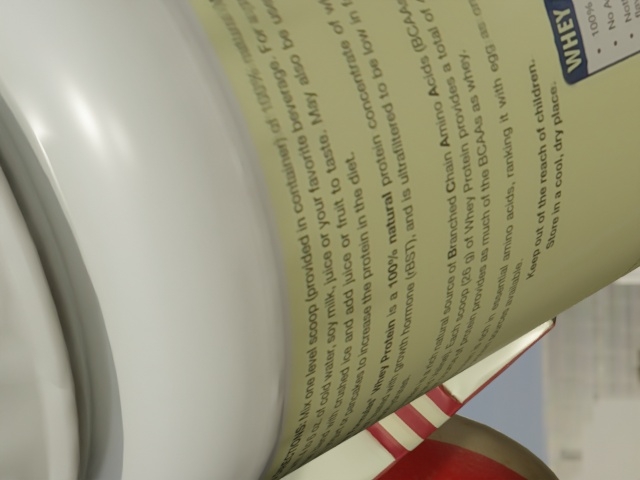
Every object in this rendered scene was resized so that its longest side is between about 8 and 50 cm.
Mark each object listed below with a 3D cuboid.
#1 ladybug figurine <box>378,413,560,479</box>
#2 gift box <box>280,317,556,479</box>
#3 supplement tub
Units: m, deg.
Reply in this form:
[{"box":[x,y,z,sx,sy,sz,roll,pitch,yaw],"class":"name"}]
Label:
[{"box":[0.057,0.289,1.468,0.305,0.449,0.162,-58,35,22],"class":"ladybug figurine"},{"box":[0.000,0.000,1.155,0.258,0.255,0.276,46,-168,-2],"class":"gift box"},{"box":[-0.032,-0.045,0.592,0.325,0.235,0.235,-27,-57,-33],"class":"supplement tub"}]
